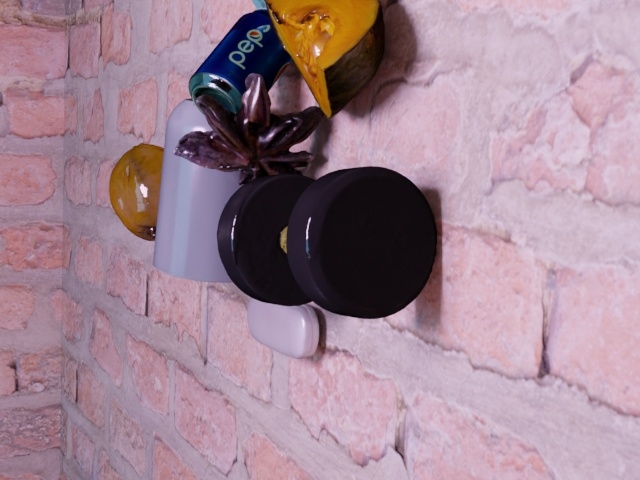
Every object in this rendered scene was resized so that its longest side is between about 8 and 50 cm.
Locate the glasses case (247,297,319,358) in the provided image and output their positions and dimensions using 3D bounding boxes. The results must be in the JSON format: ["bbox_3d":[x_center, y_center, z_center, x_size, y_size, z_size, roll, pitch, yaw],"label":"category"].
[{"bbox_3d":[-0.068,0.143,1.624,0.233,0.059,0.092,9,97,62],"label":"glasses case"}]

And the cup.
[{"bbox_3d":[-0.188,-0.092,1.690,0.205,0.205,0.312,27,114,59],"label":"cup"}]

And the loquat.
[{"bbox_3d":[-0.368,-0.101,2.059,0.187,0.176,0.234,-49,59,52],"label":"loquat"}]

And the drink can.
[{"bbox_3d":[-0.127,-0.292,1.569,0.205,0.118,0.118,-59,13,-30],"label":"drink can"}]

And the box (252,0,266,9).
[{"bbox_3d":[-0.075,-0.475,1.556,0.162,0.041,0.229,59,152,7],"label":"box"}]

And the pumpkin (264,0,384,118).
[{"bbox_3d":[0.035,-0.280,1.386,0.169,0.148,0.312,61,-178,-38],"label":"pumpkin"}]

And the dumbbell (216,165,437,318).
[{"bbox_3d":[0.000,0.000,1.341,0.322,0.203,0.204,1,92,62],"label":"dumbbell"}]

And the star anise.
[{"bbox_3d":[-0.108,-0.151,1.490,0.212,0.282,0.129,-36,50,24],"label":"star anise"}]
